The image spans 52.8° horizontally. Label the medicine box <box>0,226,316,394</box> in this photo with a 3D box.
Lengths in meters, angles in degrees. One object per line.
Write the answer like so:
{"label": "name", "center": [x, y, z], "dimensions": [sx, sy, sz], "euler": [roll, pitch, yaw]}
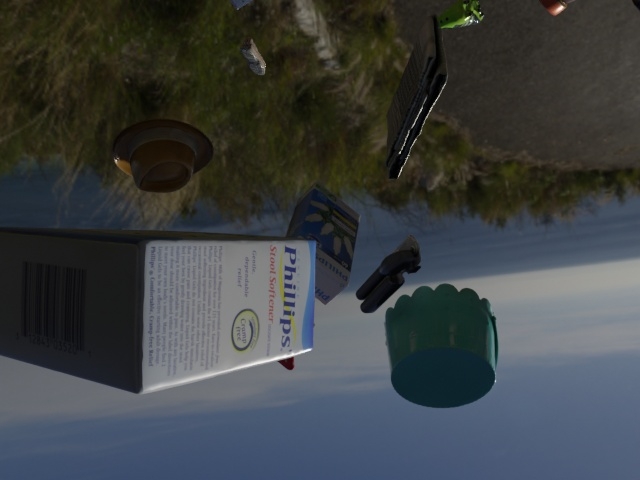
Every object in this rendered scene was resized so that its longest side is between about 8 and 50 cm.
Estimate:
{"label": "medicine box", "center": [-0.191, 0.063, 0.767], "dimensions": [0.264, 0.149, 0.289], "euler": [3, -178, 34]}

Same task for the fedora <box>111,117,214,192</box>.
{"label": "fedora", "center": [-0.293, -0.143, 1.198], "dimensions": [0.195, 0.079, 0.194], "euler": [-4, 149, -3]}

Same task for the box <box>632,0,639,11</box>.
{"label": "box", "center": [0.669, -0.406, 1.158], "dimensions": [0.207, 0.036, 0.114], "euler": [32, 134, -25]}

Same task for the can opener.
{"label": "can opener", "center": [0.149, 0.082, 1.503], "dimensions": [0.093, 0.074, 0.280], "euler": [-2, 149, -24]}

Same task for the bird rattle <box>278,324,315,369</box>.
{"label": "bird rattle", "center": [-0.083, 0.151, 1.344], "dimensions": [0.143, 0.206, 0.253], "euler": [15, 172, 7]}

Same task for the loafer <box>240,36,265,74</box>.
{"label": "loafer", "center": [-0.167, -0.472, 1.654], "dimensions": [0.045, 0.039, 0.125], "euler": [14, 166, 18]}

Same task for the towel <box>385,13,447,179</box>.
{"label": "towel", "center": [0.219, -0.353, 1.571], "dimensions": [0.056, 0.324, 0.312], "euler": [17, 130, -9]}

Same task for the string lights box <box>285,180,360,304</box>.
{"label": "string lights box", "center": [0.000, 0.000, 1.344], "dimensions": [0.077, 0.133, 0.259], "euler": [-44, -162, 30]}

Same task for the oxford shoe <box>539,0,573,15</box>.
{"label": "oxford shoe", "center": [0.383, -0.524, 1.100], "dimensions": [0.098, 0.271, 0.097], "euler": [-30, 167, 38]}

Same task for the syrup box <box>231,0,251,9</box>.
{"label": "syrup box", "center": [-0.129, -0.551, 1.294], "dimensions": [0.093, 0.096, 0.237], "euler": [-46, -156, -13]}

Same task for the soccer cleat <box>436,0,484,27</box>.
{"label": "soccer cleat", "center": [0.288, -0.466, 1.328], "dimensions": [0.072, 0.060, 0.179], "euler": [-17, -170, 31]}

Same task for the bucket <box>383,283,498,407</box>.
{"label": "bucket", "center": [0.288, 0.260, 1.541], "dimensions": [0.282, 0.183, 0.281], "euler": [4, 133, 4]}
